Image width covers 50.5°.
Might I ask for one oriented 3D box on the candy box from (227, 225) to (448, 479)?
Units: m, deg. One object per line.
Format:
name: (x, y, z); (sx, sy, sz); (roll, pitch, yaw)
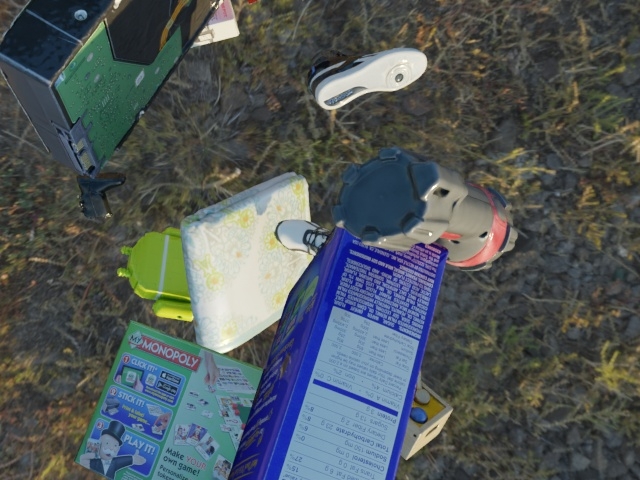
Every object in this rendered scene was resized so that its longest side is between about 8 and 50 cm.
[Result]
candy box: (0.000, 0.169, 0.699); (0.122, 0.268, 0.317); (22, 63, -6)

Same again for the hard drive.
hard drive: (-0.175, -0.244, 0.683); (0.064, 0.237, 0.339); (29, 74, -1)

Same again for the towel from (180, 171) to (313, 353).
towel: (-0.152, 0.043, 1.531); (0.374, 0.090, 0.321); (-31, 124, -45)

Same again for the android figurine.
android figurine: (-0.352, 0.074, 1.648); (0.272, 0.056, 0.248); (12, 53, -22)

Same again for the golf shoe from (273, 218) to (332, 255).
golf shoe: (0.000, 0.000, 1.446); (0.198, 0.094, 0.077); (19, 79, -9)

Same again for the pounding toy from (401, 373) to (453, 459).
pounding toy: (0.165, 0.293, 1.238); (0.141, 0.130, 0.100); (-19, 139, -46)

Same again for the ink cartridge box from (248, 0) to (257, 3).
ink cartridge box: (-0.197, -0.634, 1.411); (0.130, 0.309, 0.272); (-20, 107, -16)

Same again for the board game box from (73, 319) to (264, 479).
board game box: (-0.166, 0.258, 0.925); (0.317, 0.046, 0.214); (16, 79, 24)

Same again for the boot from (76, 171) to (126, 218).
boot: (-0.485, -0.099, 1.516); (0.121, 0.045, 0.099); (-2, 114, 5)

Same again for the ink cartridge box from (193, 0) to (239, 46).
ink cartridge box: (-0.271, -0.505, 1.533); (0.150, 0.063, 0.109); (-15, 69, -2)

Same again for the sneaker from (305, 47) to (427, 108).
sneaker: (0.075, -0.323, 1.244); (0.216, 0.121, 0.079); (-20, 134, -9)

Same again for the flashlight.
flashlight: (0.109, -0.023, 0.660); (0.103, 0.304, 0.103); (26, 100, 28)
